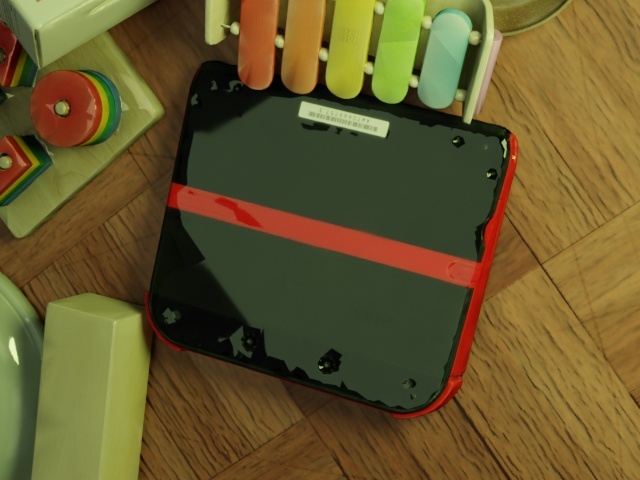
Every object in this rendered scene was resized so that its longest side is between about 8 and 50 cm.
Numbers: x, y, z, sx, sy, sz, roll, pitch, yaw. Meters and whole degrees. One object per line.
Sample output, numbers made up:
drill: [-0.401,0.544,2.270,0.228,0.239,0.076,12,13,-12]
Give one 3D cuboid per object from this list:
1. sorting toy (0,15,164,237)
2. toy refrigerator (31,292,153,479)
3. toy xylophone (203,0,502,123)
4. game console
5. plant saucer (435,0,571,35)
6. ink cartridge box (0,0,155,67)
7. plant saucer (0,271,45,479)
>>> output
sorting toy: [-0.364,-0.174,1.273,0.255,0.089,0.257,-38,85,18]
toy refrigerator: [-0.277,0.208,1.298,0.102,0.094,0.270,11,100,23]
toy xylophone: [0.033,-0.250,1.090,0.322,0.081,0.236,12,133,15]
game console: [0.000,0.000,1.206,0.386,0.060,0.342,15,96,14]
plant saucer: [0.182,-0.311,1.092,0.198,0.036,0.199,6,112,14]
ink cartridge box: [-0.305,-0.359,1.171,0.197,0.114,0.273,-35,85,-17]
plant saucer: [-0.529,0.202,1.373,0.400,0.100,0.401,2,98,18]
